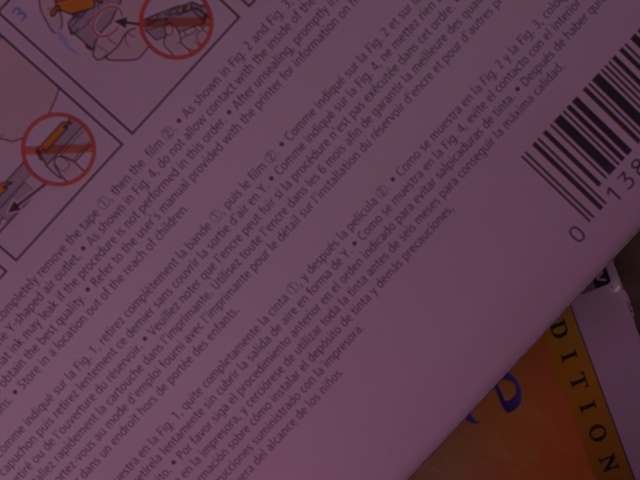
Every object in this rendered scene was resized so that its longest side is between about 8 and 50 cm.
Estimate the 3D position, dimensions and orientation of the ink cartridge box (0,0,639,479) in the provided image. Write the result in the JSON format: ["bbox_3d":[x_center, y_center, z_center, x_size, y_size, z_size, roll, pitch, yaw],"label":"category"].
[{"bbox_3d":[-0.033,-0.046,0.517,0.261,0.066,0.296,43,91,-9],"label":"ink cartridge box"}]

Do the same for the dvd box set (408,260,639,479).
[{"bbox_3d":[-0.108,0.023,0.584,0.420,0.062,0.308,-21,98,-3],"label":"dvd box set"}]
